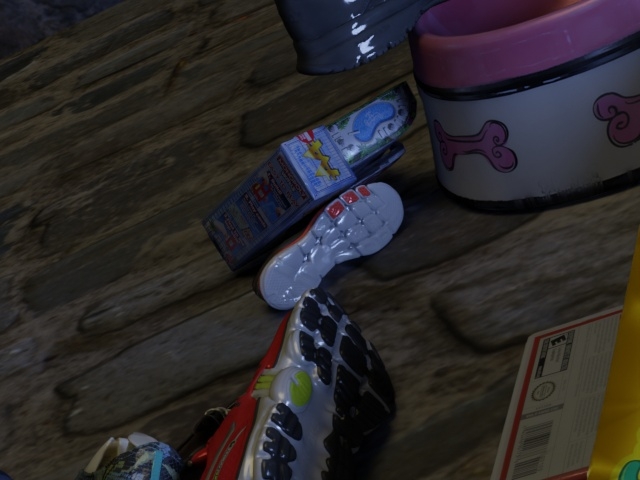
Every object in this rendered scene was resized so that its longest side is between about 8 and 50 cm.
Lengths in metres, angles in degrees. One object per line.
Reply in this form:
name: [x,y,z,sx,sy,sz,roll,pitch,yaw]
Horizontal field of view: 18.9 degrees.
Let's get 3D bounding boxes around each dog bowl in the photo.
dog bowl: [0.257,-0.195,1.678,0.408,0.150,0.408,-25,19,9]

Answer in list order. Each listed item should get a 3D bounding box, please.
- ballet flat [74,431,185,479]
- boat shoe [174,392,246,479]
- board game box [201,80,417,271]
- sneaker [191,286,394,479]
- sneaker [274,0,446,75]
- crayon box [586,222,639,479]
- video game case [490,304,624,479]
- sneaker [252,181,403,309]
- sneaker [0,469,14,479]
ballet flat: [-0.135,0.169,1.360,0.070,0.070,0.188,-36,7,-22]
boat shoe: [-0.077,0.146,1.432,0.046,0.038,0.125,-12,25,39]
board game box: [0.002,-0.061,1.718,0.194,0.060,0.194,-31,-4,-16]
sneaker: [-0.033,0.127,1.335,0.118,0.107,0.279,-32,12,26]
sneaker: [0.078,-0.257,1.660,0.286,0.130,0.109,-36,19,-24]
crayon box: [0.300,0.078,0.929,0.313,0.106,0.363,-12,26,22]
video game case: [0.248,0.076,1.187,0.285,0.025,0.204,-20,21,23]
sneaker: [0.000,0.000,1.674,0.158,0.061,0.065,-35,14,-19]
sneaker: [-0.134,0.219,1.216,0.148,0.131,0.350,-28,25,-13]
